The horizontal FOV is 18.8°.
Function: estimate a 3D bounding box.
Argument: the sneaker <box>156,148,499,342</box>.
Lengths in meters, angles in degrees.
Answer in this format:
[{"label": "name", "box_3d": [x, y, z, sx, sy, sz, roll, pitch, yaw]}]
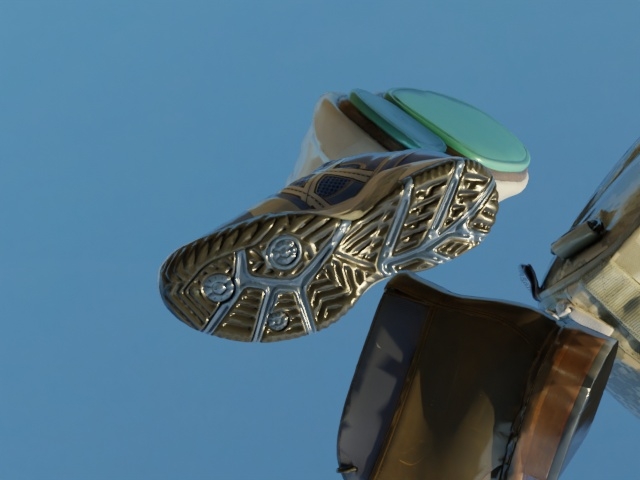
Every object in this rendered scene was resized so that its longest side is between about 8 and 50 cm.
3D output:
[{"label": "sneaker", "box_3d": [0.000, 0.000, 1.159, 0.211, 0.080, 0.081, -18, -157, -16]}]

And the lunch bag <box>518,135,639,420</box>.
[{"label": "lunch bag", "box_3d": [0.297, 0.056, 1.294, 0.305, 0.212, 0.256, 41, -153, -1]}]

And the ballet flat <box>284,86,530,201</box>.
[{"label": "ballet flat", "box_3d": [0.061, -0.051, 1.563, 0.139, 0.400, 0.139, 1, -87, 19]}]

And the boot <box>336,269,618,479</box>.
[{"label": "boot", "box_3d": [0.051, 0.118, 0.895, 0.106, 0.219, 0.082, 26, -159, 14]}]
